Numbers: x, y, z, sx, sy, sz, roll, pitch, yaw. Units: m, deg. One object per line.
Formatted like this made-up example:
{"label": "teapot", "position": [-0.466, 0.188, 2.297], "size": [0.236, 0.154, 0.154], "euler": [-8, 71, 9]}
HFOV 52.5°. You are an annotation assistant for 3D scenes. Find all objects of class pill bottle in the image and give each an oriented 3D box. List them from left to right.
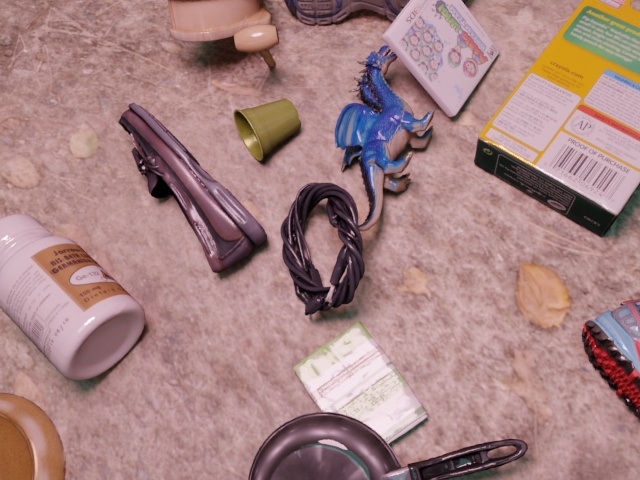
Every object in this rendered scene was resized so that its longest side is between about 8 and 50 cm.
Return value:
{"label": "pill bottle", "position": [-0.359, 0.069, 0.882], "size": [0.229, 0.131, 0.131], "euler": [38, 79, 20]}

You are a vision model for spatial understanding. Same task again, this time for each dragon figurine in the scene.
{"label": "dragon figurine", "position": [0.069, -0.140, 0.921], "size": [0.144, 0.085, 0.289], "euler": [22, 73, 16]}

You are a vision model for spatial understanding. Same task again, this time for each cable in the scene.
{"label": "cable", "position": [0.000, 0.000, 0.853], "size": [0.047, 0.150, 0.184], "euler": [6, 64, -30]}

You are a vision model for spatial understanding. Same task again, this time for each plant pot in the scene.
{"label": "plant pot", "position": [-0.455, 0.318, 0.853], "size": [0.237, 0.032, 0.236], "euler": [-3, 69, 7]}
{"label": "plant pot", "position": [-0.075, -0.173, 0.967], "size": [0.079, 0.083, 0.083], "euler": [-30, 67, -16]}

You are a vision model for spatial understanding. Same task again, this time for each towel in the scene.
{"label": "towel", "position": [0.049, 0.193, 0.832], "size": [0.113, 0.023, 0.152], "euler": [-33, 65, -7]}

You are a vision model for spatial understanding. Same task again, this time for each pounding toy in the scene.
{"label": "pounding toy", "position": [-0.155, -0.338, 1.003], "size": [0.154, 0.154, 0.269], "euler": [-9, 36, -6]}

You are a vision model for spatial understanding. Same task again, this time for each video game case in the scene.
{"label": "video game case", "position": [0.178, -0.283, 0.936], "size": [0.157, 0.019, 0.143], "euler": [44, 68, -21]}

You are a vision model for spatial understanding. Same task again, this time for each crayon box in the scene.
{"label": "crayon box", "position": [0.389, -0.192, 0.894], "size": [0.203, 0.083, 0.323], "euler": [35, 78, 19]}

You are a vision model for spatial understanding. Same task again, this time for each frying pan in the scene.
{"label": "frying pan", "position": [0.067, 0.311, 0.755], "size": [0.326, 0.053, 0.197], "euler": [5, 82, 13]}

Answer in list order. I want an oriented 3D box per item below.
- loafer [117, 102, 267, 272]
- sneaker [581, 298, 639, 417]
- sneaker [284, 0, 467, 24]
{"label": "loafer", "position": [-0.207, -0.080, 0.933], "size": [0.095, 0.109, 0.302], "euler": [-45, 72, -5]}
{"label": "sneaker", "position": [0.426, 0.175, 0.735], "size": [0.125, 0.104, 0.261], "euler": [-29, 68, -5]}
{"label": "sneaker", "position": [0.092, -0.419, 1.019], "size": [0.297, 0.111, 0.129], "euler": [6, 64, 10]}
